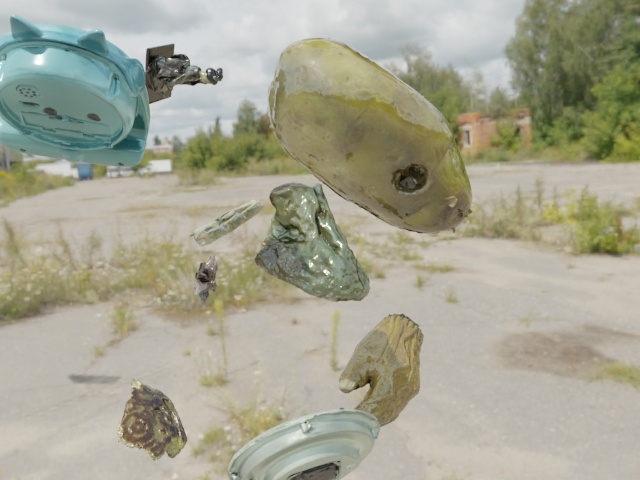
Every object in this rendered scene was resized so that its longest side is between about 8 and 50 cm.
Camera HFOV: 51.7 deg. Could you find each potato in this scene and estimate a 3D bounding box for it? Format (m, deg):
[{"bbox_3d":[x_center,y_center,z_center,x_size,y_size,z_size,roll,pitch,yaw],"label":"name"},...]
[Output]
[{"bbox_3d":[0.061,-0.118,0.784,0.141,0.296,0.191,-54,17,-22],"label":"potato"}]

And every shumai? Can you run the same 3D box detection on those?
[{"bbox_3d":[0.000,0.000,1.338,0.271,0.204,0.222,26,8,19],"label":"shumai"}]

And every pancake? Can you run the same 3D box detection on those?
[{"bbox_3d":[-0.494,0.542,1.974,0.212,0.056,0.258,26,34,-19],"label":"pancake"}]

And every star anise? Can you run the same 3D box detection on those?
[{"bbox_3d":[-0.304,0.113,1.731,0.056,0.124,0.129,8,23,11],"label":"star anise"}]

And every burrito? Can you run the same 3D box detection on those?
[{"bbox_3d":[-0.202,-0.040,1.451,0.185,0.045,0.041,-36,10,-38],"label":"burrito"}]

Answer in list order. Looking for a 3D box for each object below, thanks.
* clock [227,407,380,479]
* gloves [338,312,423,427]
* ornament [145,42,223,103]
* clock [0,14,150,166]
[{"bbox_3d":[-0.017,0.326,0.965,0.236,0.237,0.053,-6,49,-18],"label":"clock"},{"bbox_3d":[0.156,0.344,1.652,0.155,0.203,0.357,0,46,44],"label":"gloves"},{"bbox_3d":[-0.357,-0.435,1.787,0.195,0.153,0.166,13,24,11],"label":"ornament"},{"bbox_3d":[-0.365,-0.209,0.949,0.223,0.094,0.274,6,-22,-10],"label":"clock"}]
